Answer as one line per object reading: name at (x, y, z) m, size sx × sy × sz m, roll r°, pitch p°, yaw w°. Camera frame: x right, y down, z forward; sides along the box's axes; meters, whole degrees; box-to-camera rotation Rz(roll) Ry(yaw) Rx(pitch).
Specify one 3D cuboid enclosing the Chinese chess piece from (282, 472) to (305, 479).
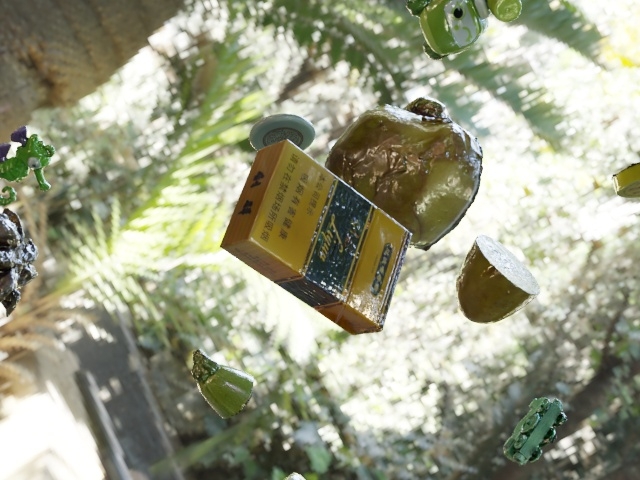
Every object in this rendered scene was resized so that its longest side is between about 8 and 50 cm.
Chinese chess piece at (-0.070, 0.427, 1.765) m, size 0.051 × 0.122 × 0.122 m, roll 52°, pitch -7°, yaw 8°

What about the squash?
squash at (-0.209, 0.276, 2.150) m, size 0.132 × 0.105 × 0.105 m, roll 38°, pitch 5°, yaw -23°

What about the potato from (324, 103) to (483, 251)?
potato at (0.127, -0.120, 1.938) m, size 0.300 × 0.196 × 0.246 m, roll 7°, pitch -96°, yaw 61°

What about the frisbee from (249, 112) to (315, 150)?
frisbee at (-0.063, -0.171, 1.798) m, size 0.110 × 0.110 × 0.014 m, roll 71°, pitch 11°, yaw -58°

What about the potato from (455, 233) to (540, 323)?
potato at (0.361, 0.105, 2.352) m, size 0.178 × 0.158 × 0.203 m, roll 25°, pitch 20°, yaw -33°

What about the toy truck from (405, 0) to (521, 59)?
toy truck at (0.285, -0.460, 2.143) m, size 0.187 × 0.210 × 0.148 m, roll -80°, pitch 147°, yaw -56°

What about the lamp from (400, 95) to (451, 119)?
lamp at (0.248, -0.264, 2.553) m, size 0.157 × 0.135 × 0.156 m, roll 15°, pitch 20°, yaw -25°

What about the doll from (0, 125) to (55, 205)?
doll at (-0.525, -0.125, 1.906) m, size 0.115 × 0.190 × 0.050 m, roll 59°, pitch 34°, yaw -7°

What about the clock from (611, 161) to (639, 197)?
clock at (0.814, -0.144, 2.487) m, size 0.277 × 0.293 × 0.071 m, roll 27°, pitch 52°, yaw -70°

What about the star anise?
star anise at (-0.583, 0.029, 2.033) m, size 0.212 × 0.073 × 0.197 m, roll -78°, pitch 163°, yaw -60°

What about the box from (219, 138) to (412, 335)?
box at (0.000, 0.000, 1.402) m, size 0.237 × 0.152 × 0.070 m, roll 35°, pitch -30°, yaw -28°

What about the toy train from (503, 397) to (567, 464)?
toy train at (0.483, 0.433, 2.493) m, size 0.071 × 0.178 × 0.104 m, roll 45°, pitch -22°, yaw -9°
